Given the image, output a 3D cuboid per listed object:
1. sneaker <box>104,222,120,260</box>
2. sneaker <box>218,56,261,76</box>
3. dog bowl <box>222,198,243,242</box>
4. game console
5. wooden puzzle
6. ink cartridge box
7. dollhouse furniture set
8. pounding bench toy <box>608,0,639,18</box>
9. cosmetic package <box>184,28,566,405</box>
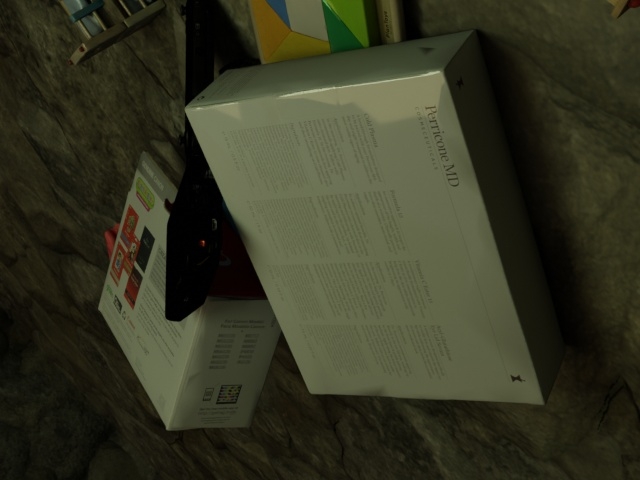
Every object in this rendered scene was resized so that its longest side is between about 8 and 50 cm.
[{"bbox_3d":[-0.273,0.043,1.666,0.314,0.116,0.136,12,132,51],"label":"sneaker"},{"bbox_3d":[-0.057,-0.154,1.167,0.161,0.057,0.075,27,138,33],"label":"sneaker"},{"bbox_3d":[0.000,0.000,1.252,0.297,0.074,0.166,40,150,20],"label":"dog bowl"},{"bbox_3d":[-0.148,-0.099,1.161,0.213,0.044,0.361,128,143,-66],"label":"game console"},{"bbox_3d":[-0.007,-0.233,1.014,0.239,0.044,0.221,28,145,37],"label":"wooden puzzle"},{"bbox_3d":[-0.173,0.058,1.381,0.309,0.130,0.271,46,124,49],"label":"ink cartridge box"},{"bbox_3d":[-0.260,-0.315,1.201,0.129,0.129,0.184,56,152,-9],"label":"dollhouse furniture set"},{"bbox_3d":[0.217,-0.208,0.702,0.065,0.052,0.083,43,151,15],"label":"pounding bench toy"},{"bbox_3d":[0.064,-0.006,1.027,0.284,0.097,0.377,-1,124,34],"label":"cosmetic package"}]
